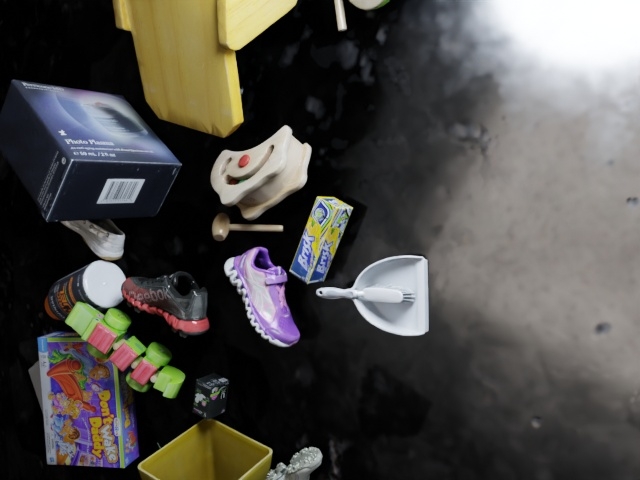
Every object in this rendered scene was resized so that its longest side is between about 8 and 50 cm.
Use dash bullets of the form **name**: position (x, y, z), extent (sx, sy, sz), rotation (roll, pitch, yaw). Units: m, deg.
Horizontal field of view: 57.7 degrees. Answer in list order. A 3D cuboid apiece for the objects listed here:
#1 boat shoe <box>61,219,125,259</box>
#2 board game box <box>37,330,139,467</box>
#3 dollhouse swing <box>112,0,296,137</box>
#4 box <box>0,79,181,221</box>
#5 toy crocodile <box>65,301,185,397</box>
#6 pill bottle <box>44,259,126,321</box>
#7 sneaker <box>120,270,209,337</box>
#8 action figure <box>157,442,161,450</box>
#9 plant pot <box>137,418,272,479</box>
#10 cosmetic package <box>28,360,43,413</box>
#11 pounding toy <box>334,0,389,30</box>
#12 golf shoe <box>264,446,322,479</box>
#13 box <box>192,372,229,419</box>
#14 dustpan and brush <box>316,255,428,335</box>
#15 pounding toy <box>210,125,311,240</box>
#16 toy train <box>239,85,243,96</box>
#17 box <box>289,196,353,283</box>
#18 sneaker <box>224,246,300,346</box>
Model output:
- **boat shoe**: position (-0.617, -0.063, 1.560), extent (0.277, 0.098, 0.096), rotation (37, 114, 17)
- **board game box**: position (-0.622, 0.422, 1.561), extent (0.233, 0.078, 0.347), rotation (-3, 93, 12)
- **dollhouse swing**: position (-0.225, -0.450, 1.252), extent (0.347, 0.315, 0.305), rotation (20, 144, 32)
- **box**: position (-0.549, -0.210, 1.372), extent (0.294, 0.296, 0.183), rotation (46, 118, 23)
- **toy crocodile**: position (-0.483, 0.274, 1.436), extent (0.340, 0.105, 0.115), rotation (38, 95, 1)
- **pill bottle**: position (-0.646, 0.147, 1.573), extent (0.245, 0.130, 0.130), rotation (-22, 81, 35)
- **sneaker**: position (-0.371, 0.124, 1.398), extent (0.276, 0.097, 0.135), rotation (20, 105, 30)
- **action figure**: position (-0.367, 0.636, 1.458), extent (0.137, 0.063, 0.232), rotation (16, 99, 31)
- **plant pot**: position (-0.248, 0.560, 1.293), extent (0.212, 0.212, 0.187), rotation (13, 113, 34)
- **cosmetic package**: position (-0.765, 0.457, 1.712), extent (0.117, 0.085, 0.231), rotation (-33, 74, 31)
- **pounding toy**: position (0.103, -0.500, 1.027), extent (0.237, 0.110, 0.183), rotation (-6, 103, 64)
- **golf shoe**: position (-0.042, 0.502, 1.231), extent (0.086, 0.069, 0.176), rotation (48, 123, -1)
- **box**: position (-0.256, 0.364, 1.357), extent (0.052, 0.062, 0.083), rotation (17, 103, 31)
- **dustpan and brush**: position (0.093, 0.101, 1.091), extent (0.211, 0.060, 0.147), rotation (1, 94, 35)
- **pounding toy**: position (-0.124, -0.117, 1.222), extent (0.269, 0.155, 0.154), rotation (-31, 48, 23)
- **toy train**: position (-0.232, -0.355, 1.304), extent (0.158, 0.027, 0.036), rotation (35, 123, 28)
- **box**: position (0.000, 0.000, 1.149), extent (0.054, 0.059, 0.169), rotation (32, 111, 31)
- **sneaker**: position (-0.107, 0.110, 1.219), extent (0.104, 0.095, 0.236), rotation (-41, 70, 22)
